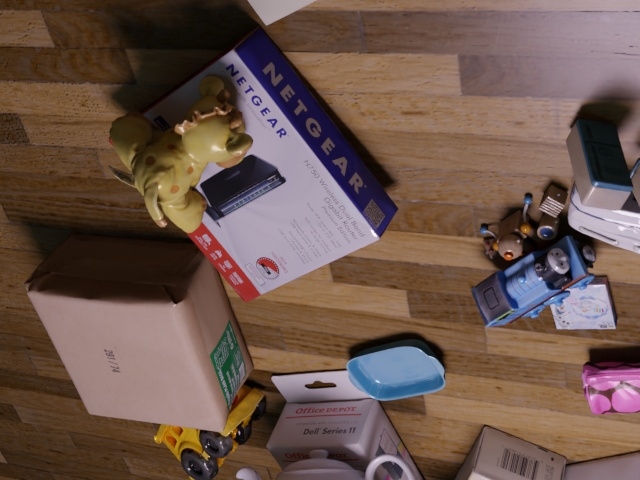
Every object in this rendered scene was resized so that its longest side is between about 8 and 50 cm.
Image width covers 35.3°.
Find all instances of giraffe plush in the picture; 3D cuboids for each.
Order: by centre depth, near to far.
[{"bbox_3d":[-0.172,-0.127,1.349,0.170,0.210,0.181,-35,89,7],"label":"giraffe plush"}]

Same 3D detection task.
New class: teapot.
[{"bbox_3d":[0.006,0.457,1.745,0.255,0.187,0.252,7,159,-19],"label":"teapot"}]

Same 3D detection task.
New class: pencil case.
[{"bbox_3d":[0.498,0.215,1.516,0.209,0.095,0.098,-10,161,30],"label":"pencil case"}]

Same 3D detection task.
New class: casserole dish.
[{"bbox_3d":[0.132,0.219,1.730,0.188,0.037,0.114,-18,121,37],"label":"casserole dish"}]

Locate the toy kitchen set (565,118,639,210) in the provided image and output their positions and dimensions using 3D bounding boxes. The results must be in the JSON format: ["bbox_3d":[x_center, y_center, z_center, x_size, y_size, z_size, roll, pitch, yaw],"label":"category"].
[{"bbox_3d":[0.436,-0.126,1.232,0.207,0.122,0.166,8,137,-10],"label":"toy kitchen set"}]

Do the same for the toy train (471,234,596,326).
[{"bbox_3d":[0.307,0.060,1.438,0.184,0.105,0.080,-40,64,44],"label":"toy train"}]

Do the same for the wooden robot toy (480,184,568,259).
[{"bbox_3d":[0.285,0.000,1.421,0.076,0.079,0.173,39,136,-12],"label":"wooden robot toy"}]

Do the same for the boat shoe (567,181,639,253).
[{"bbox_3d":[0.455,-0.016,1.329,0.258,0.095,0.084,23,142,19],"label":"boat shoe"}]

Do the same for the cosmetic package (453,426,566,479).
[{"bbox_3d":[0.315,0.489,1.845,0.160,0.113,0.310,21,135,6],"label":"cosmetic package"}]

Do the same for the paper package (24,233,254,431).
[{"bbox_3d":[-0.311,0.163,1.793,0.309,0.168,0.325,4,131,22],"label":"paper package"}]

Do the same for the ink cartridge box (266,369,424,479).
[{"bbox_3d":[0.042,0.408,1.889,0.207,0.119,0.354,-9,125,31],"label":"ink cartridge box"}]

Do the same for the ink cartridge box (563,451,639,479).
[{"bbox_3d":[0.558,0.602,1.709,0.166,0.285,0.395,-22,118,40],"label":"ink cartridge box"}]

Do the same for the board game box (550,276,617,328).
[{"bbox_3d":[0.389,0.094,1.503,0.090,0.020,0.090,-3,130,28],"label":"board game box"}]

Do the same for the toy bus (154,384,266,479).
[{"bbox_3d":[-0.235,0.331,1.950,0.211,0.149,0.220,40,135,8],"label":"toy bus"}]

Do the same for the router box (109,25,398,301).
[{"bbox_3d":[-0.103,-0.099,1.481,0.301,0.082,0.335,-27,108,40],"label":"router box"}]

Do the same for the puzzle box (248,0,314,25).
[{"bbox_3d":[0.017,-0.439,1.153,0.408,0.052,0.272,-17,121,36],"label":"puzzle box"}]
